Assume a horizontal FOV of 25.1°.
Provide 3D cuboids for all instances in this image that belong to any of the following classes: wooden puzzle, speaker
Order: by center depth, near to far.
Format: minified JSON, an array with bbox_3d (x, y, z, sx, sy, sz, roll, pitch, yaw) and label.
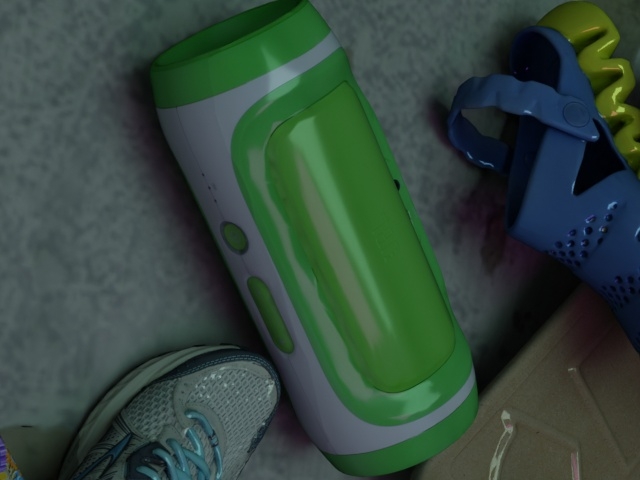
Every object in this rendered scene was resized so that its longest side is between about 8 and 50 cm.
[{"bbox_3d":[0.000,0.000,0.926,0.131,0.131,0.296,-35,110,-33],"label":"speaker"},{"bbox_3d":[0.218,0.203,1.131,0.348,0.080,0.322,-45,116,-34],"label":"wooden puzzle"}]

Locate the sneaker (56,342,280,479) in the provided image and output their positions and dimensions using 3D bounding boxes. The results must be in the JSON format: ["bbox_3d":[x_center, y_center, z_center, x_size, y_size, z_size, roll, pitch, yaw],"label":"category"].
[{"bbox_3d":[-0.108,0.168,0.840,0.283,0.122,0.110,-43,115,-30],"label":"sneaker"}]

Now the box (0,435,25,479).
[{"bbox_3d":[-0.335,0.081,0.630,0.290,0.177,0.279,-36,110,-33],"label":"box"}]

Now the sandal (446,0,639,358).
[{"bbox_3d":[0.191,-0.021,1.041,0.138,0.126,0.317,-16,66,-22],"label":"sandal"}]
